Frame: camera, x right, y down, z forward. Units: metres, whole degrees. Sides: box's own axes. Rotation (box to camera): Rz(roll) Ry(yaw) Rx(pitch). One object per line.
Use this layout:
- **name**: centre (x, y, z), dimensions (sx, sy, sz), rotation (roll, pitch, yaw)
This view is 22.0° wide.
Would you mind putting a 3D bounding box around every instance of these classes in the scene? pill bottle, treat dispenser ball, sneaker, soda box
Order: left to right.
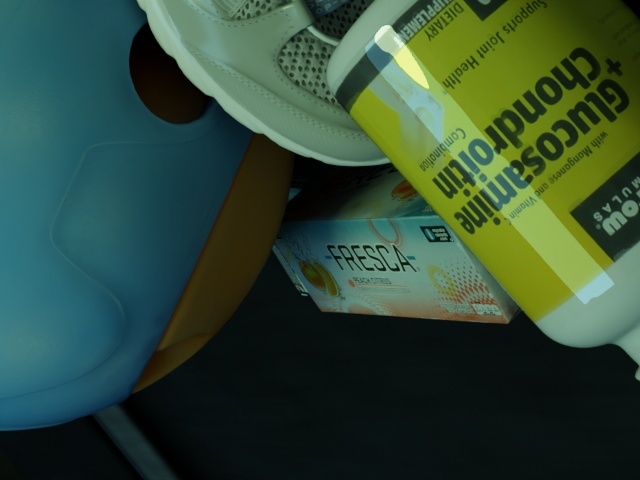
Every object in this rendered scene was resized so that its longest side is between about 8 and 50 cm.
- **treat dispenser ball**: centre (-0.155, -0.052, 0.799), dimensions (0.288, 0.288, 0.288), rotation (41, 156, 22)
- **sneaker**: centre (-0.027, -0.147, 0.649), dimensions (0.115, 0.105, 0.281), rotation (-1, 128, 57)
- **soda box**: centre (0.045, -0.003, 0.800), dimensions (0.063, 0.058, 0.183), rotation (57, 156, -16)
- **pill bottle**: centre (0.096, -0.027, 0.605), dimensions (0.184, 0.103, 0.103), rotation (48, 158, 4)

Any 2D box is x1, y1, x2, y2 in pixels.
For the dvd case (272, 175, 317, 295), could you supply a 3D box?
- **dvd case**: centre (0.000, 0.000, 0.951), dimensions (0.087, 0.013, 0.119), rotation (58, 158, -20)
